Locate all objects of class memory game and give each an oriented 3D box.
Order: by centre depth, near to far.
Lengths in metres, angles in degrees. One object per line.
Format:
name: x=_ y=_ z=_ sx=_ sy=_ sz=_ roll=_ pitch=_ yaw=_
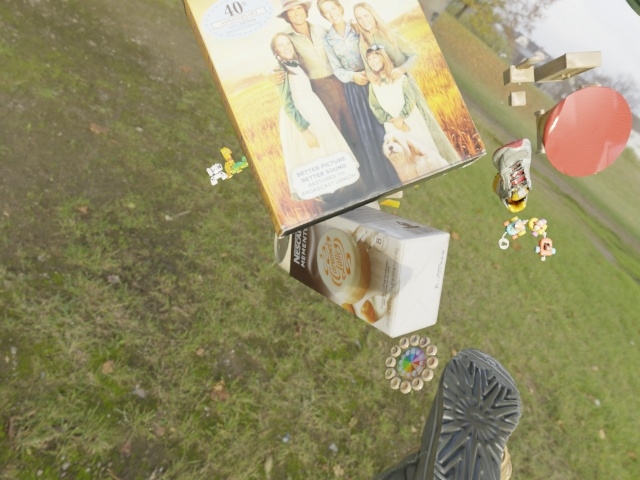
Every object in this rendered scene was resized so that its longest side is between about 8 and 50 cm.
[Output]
memory game: x=0.266 y=0.363 z=1.431 sx=0.012 sy=0.186 sz=0.186 roll=42 pitch=20 yaw=-32

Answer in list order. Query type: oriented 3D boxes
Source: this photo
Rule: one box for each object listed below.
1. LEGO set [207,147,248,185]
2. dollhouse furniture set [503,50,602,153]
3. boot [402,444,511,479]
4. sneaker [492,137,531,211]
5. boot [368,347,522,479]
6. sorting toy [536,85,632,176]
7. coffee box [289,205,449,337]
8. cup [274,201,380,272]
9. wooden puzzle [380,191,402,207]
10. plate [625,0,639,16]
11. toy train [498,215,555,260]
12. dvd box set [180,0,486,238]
LEGO set: x=-0.276 y=-0.274 z=1.578 sx=0.093 sy=0.227 sz=0.087 roll=60 pitch=-6 yaw=-6
dollhouse furniture set: x=0.751 y=-0.378 z=1.491 sx=0.304 sy=0.355 sz=0.174 roll=-5 pitch=4 yaw=-8
boot: x=0.238 y=0.409 z=0.907 sx=0.269 sy=0.236 sz=0.089 roll=49 pitch=31 yaw=-53
sneaker: x=0.459 y=-0.150 z=1.121 sx=0.225 sy=0.088 sz=0.092 roll=57 pitch=15 yaw=-54
boot: x=0.078 y=0.210 z=0.429 sx=0.076 sy=0.208 sz=0.190 roll=35 pitch=39 yaw=13
sorting toy: x=0.478 y=-0.172 z=0.711 sx=0.366 sy=0.126 sz=0.126 roll=-3 pitch=22 yaw=-5
coffee box: x=0.061 y=0.026 z=0.736 sx=0.098 sy=0.141 sz=0.247 roll=-8 pitch=21 yaw=-36
cup: x=0.000 y=0.000 z=1.405 sx=0.237 sy=0.331 sz=0.331 roll=7 pitch=36 yaw=-19
wooden puzzle: x=0.160 y=-0.132 z=1.165 sx=0.079 sy=0.116 sz=0.014 roll=6 pitch=43 yaw=12
plate: x=0.299 y=-0.279 z=0.474 sx=0.188 sy=0.024 sz=0.188 roll=33 pitch=41 yaw=-34
toy train: x=0.628 y=-0.010 z=1.445 sx=0.167 sy=0.125 sz=0.046 roll=9 pitch=-3 yaw=1
dvd box set: x=0.006 y=-0.251 z=0.656 sx=0.062 sy=0.308 sz=0.420 roll=139 pitch=-70 yaw=-76
